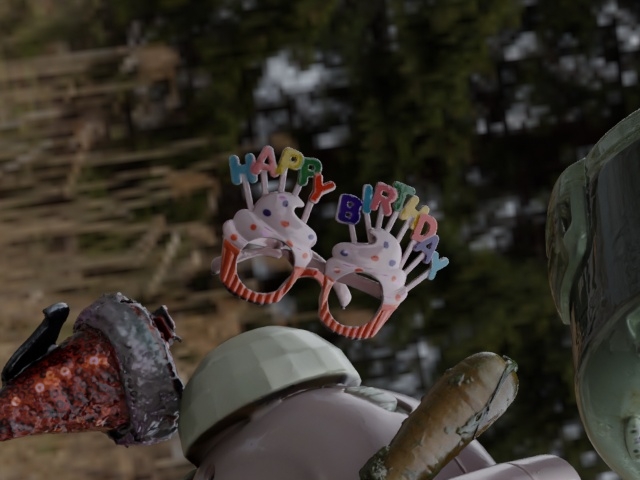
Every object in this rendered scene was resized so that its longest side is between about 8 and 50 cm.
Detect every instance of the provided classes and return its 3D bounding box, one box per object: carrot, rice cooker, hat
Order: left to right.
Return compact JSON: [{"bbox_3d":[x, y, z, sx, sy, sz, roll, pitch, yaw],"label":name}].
[{"bbox_3d":[-0.213,0.129,1.511,0.129,0.227,0.140,65,-27,7],"label":"hat"},{"bbox_3d":[0.040,0.163,1.262,0.049,0.254,0.049,41,-16,15],"label":"carrot"},{"bbox_3d":[0.320,0.042,1.460,0.277,0.288,0.288,-88,179,-47],"label":"rice cooker"}]

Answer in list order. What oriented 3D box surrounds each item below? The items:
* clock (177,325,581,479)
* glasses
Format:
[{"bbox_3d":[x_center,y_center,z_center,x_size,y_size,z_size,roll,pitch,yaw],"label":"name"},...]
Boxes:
[{"bbox_3d":[0.011,0.256,1.413,0.325,0.184,0.342,22,-76,46],"label":"clock"},{"bbox_3d":[0.004,-0.004,1.925,0.162,0.255,0.095,-66,-159,11],"label":"glasses"}]
